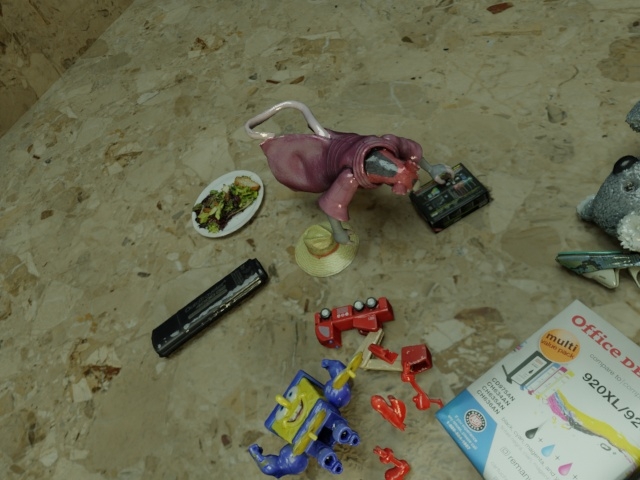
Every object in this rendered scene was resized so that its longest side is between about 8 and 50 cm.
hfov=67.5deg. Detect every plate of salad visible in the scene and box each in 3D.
[{"bbox_3d":[-0.230,-0.097,1.155,0.199,0.048,0.200,-13,54,18],"label":"plate of salad"}]

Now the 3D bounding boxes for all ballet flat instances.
[{"bbox_3d":[0.456,0.042,0.714,0.188,0.070,0.070,-6,56,27],"label":"ballet flat"}]

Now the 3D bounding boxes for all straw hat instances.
[{"bbox_3d":[0.000,0.000,0.965,0.144,0.061,0.145,-13,53,18],"label":"straw hat"}]

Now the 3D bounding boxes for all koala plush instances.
[{"bbox_3d":[0.506,-0.079,0.704,0.221,0.203,0.196,-39,19,12],"label":"koala plush"}]

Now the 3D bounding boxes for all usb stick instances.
[{"bbox_3d":[-0.233,0.139,0.997,0.278,0.045,0.077,-37,43,-1],"label":"usb stick"}]

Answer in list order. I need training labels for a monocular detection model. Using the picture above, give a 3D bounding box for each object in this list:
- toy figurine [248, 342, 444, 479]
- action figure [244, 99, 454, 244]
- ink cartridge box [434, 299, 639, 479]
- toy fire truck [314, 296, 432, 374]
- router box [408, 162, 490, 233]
[{"bbox_3d":[-0.010,0.316,0.740,0.363,0.191,0.217,-57,23,-11],"label":"toy figurine"},{"bbox_3d":[0.064,-0.160,0.886,0.248,0.276,0.370,-40,25,-14],"label":"action figure"},{"bbox_3d":[0.297,0.229,0.590,0.232,0.168,0.171,-38,49,-3],"label":"ink cartridge box"},{"bbox_3d":[0.083,0.169,0.817,0.192,0.047,0.135,-16,54,17],"label":"toy fire truck"},{"bbox_3d":[0.244,-0.082,0.915,0.122,0.038,0.092,-31,50,4],"label":"router box"}]
